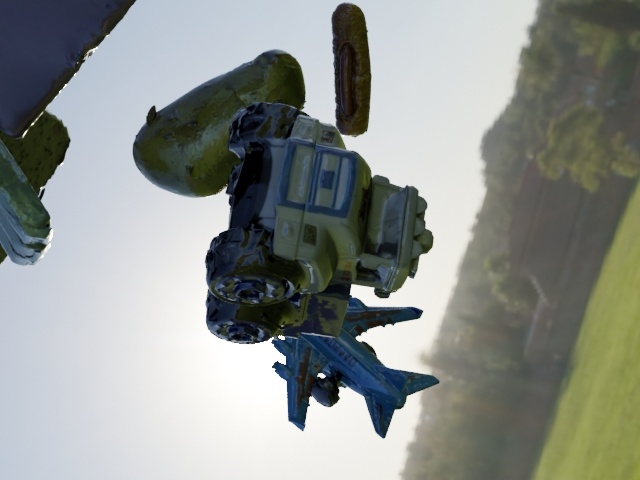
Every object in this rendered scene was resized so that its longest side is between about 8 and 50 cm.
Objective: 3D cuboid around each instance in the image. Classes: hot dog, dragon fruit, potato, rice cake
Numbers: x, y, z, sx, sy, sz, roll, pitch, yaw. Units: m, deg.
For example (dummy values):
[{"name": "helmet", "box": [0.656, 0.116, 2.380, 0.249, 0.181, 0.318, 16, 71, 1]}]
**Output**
[{"name": "hot dog", "box": [0.048, -0.267, 1.844, 0.047, 0.066, 0.215, -34, -53, -61]}, {"name": "dragon fruit", "box": [-0.525, -0.108, 1.655, 0.282, 0.204, 0.221, -66, -20, -14]}, {"name": "potato", "box": [-0.092, -0.110, 1.120, 0.188, 0.105, 0.085, -37, -15, 8]}, {"name": "rice cake", "box": [-0.321, -0.071, 1.096, 0.038, 0.211, 0.124, -33, -2, -25]}]

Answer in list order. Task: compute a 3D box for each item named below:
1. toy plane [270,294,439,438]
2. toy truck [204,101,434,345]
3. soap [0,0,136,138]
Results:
[{"name": "toy plane", "box": [0.011, 0.135, 1.491, 0.254, 0.271, 0.105, -39, -29, -36]}, {"name": "toy truck", "box": [0.000, 0.000, 0.956, 0.213, 0.177, 0.161, 103, 177, -64]}, {"name": "soap", "box": [-0.273, -0.266, 0.941, 0.296, 0.285, 0.107, -38, 21, 35]}]
